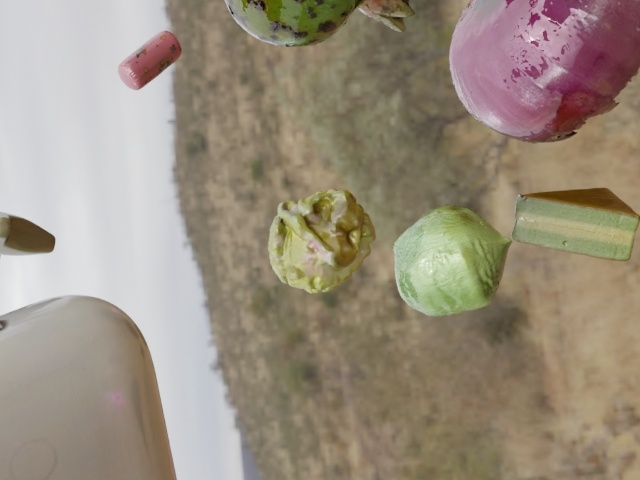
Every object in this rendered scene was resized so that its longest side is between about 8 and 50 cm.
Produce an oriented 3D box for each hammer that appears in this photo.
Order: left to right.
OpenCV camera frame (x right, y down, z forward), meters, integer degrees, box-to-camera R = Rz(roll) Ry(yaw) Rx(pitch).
[{"bbox_3d":[-0.197,-0.207,1.484,0.083,0.043,0.043,-46,-24,-27],"label":"hammer"}]

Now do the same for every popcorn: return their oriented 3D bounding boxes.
[{"bbox_3d":[0.000,0.000,1.678,0.125,0.145,0.126,60,177,16],"label":"popcorn"}]

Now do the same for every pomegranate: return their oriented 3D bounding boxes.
[{"bbox_3d":[-0.003,-0.259,1.248,0.159,0.205,0.159,-164,90,-74],"label":"pomegranate"}]

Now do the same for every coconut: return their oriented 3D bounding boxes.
[{"bbox_3d":[0.102,0.015,0.994,0.088,0.096,0.088,-22,-90,-78],"label":"coconut"}]

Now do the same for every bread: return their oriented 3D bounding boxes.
[{"bbox_3d":[0.326,-0.017,1.655,0.084,0.139,0.074,-125,37,-54],"label":"bread"}]

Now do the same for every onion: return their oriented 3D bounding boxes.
[{"bbox_3d":[0.326,-0.321,1.867,0.358,0.345,0.358,-23,60,46],"label":"onion"}]

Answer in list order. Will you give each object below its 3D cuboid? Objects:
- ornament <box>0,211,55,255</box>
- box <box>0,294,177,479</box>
[{"bbox_3d":[-0.358,-0.007,1.204,0.245,0.230,0.061,128,151,-81],"label":"ornament"},{"bbox_3d":[-0.257,0.232,1.098,0.141,0.289,0.349,24,129,48],"label":"box"}]
